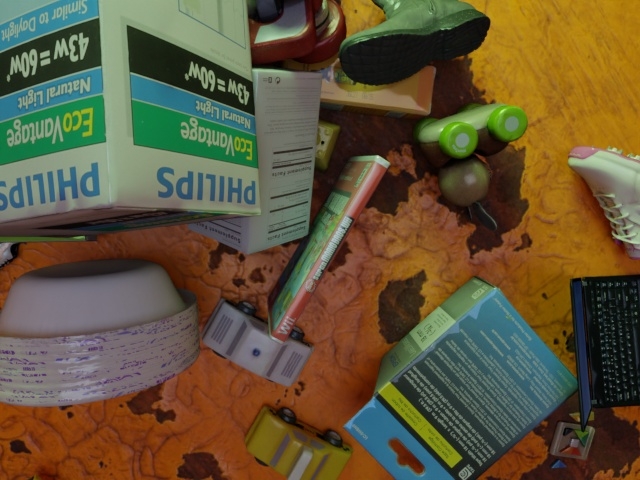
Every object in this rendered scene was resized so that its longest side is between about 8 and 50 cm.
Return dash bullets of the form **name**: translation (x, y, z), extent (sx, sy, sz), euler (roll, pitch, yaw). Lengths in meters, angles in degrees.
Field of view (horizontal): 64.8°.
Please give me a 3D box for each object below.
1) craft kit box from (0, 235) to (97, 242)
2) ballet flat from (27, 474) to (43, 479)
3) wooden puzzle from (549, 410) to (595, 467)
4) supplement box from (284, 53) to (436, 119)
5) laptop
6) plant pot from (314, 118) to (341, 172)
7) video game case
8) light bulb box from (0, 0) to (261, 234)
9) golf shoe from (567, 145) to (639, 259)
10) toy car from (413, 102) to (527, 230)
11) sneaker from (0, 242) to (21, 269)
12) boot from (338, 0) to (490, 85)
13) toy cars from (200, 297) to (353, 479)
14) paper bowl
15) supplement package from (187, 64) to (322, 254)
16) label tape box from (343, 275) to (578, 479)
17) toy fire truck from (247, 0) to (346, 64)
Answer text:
- **craft kit box**: translation (-0.479, -0.118, 0.774), extent (0.250, 0.061, 0.246), euler (0, 86, -4)
- **ballet flat**: translation (-0.470, 0.507, 0.873), extent (0.077, 0.077, 0.230), euler (4, 101, -26)
- **wooden puzzle**: translation (0.474, 0.376, 0.946), extent (0.079, 0.014, 0.116), euler (5, 97, -5)
- **supplement box**: translation (0.057, -0.246, 0.802), extent (0.234, 0.080, 0.078), euler (6, 96, -7)
- **laptop**: translation (0.513, 0.174, 0.839), extent (0.265, 0.136, 0.234), euler (-2, 86, -4)
- **plant pot**: translation (-0.013, -0.160, 0.804), extent (0.081, 0.083, 0.081), euler (19, 95, -6)
- **video game case**: translation (0.000, 0.000, 0.765), extent (0.025, 0.204, 0.285), euler (29, 94, -10)
- **light bulb box**: translation (-0.281, -0.191, 0.583), extent (0.358, 0.225, 0.360), euler (-5, 89, 28)
- **golf shoe**: translation (0.535, -0.048, 0.847), extent (0.306, 0.115, 0.140), euler (29, 98, -6)
- **toy car**: translation (0.245, -0.111, 0.802), extent (0.149, 0.155, 0.188), euler (-18, 108, -1)
- **sneaker**: translation (-0.521, 0.030, 0.814), extent (0.044, 0.040, 0.109), euler (30, 95, -9)
- **boot**: translation (0.115, -0.328, 0.761), extent (0.247, 0.083, 0.161), euler (-20, 58, -15)
- **toy cars**: translation (-0.071, 0.274, 0.856), extent (0.177, 0.087, 0.393), euler (-20, 98, -2)
- **paper bowl**: translation (-0.319, 0.110, 0.717), extent (0.285, 0.284, 0.148), euler (-1, 97, -4)
- **supplement package**: translation (-0.099, -0.124, 0.728), extent (0.139, 0.134, 0.244), euler (21, 115, 34)
- **label tape box**: translation (0.230, 0.261, 0.866), extent (0.334, 0.106, 0.240), euler (-42, 99, 2)
- **toy fire truck**: translation (-0.105, -0.373, 0.705), extent (0.254, 0.169, 0.302), euler (-7, 70, 11)
